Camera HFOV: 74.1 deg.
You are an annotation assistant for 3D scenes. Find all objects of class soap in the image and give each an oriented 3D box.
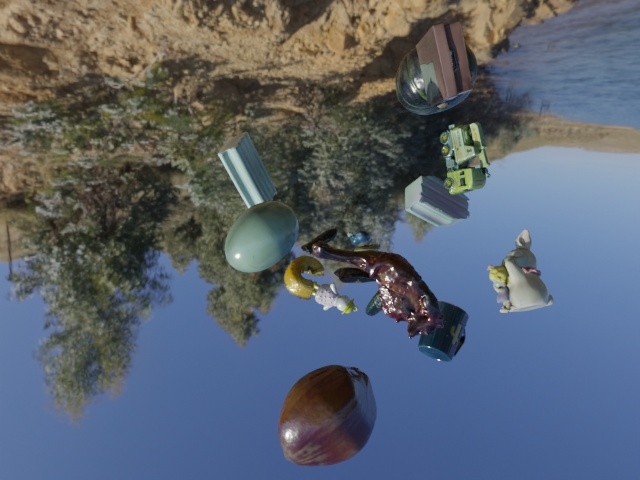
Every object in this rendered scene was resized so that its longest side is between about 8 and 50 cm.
[{"bbox_3d":[-0.271,-0.254,1.604,0.087,0.266,0.160,-15,-147,18],"label":"soap"},{"bbox_3d":[0.412,-0.129,1.487,0.230,0.145,0.091,25,145,-23],"label":"soap"}]

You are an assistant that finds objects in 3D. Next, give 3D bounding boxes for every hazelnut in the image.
[{"bbox_3d":[0.011,0.346,0.846,0.180,0.212,0.181,-18,-137,18],"label":"hazelnut"}]

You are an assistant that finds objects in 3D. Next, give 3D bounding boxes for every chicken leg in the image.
[{"bbox_3d":[0.165,0.100,1.122,0.407,0.158,0.096,35,-161,-1],"label":"chicken leg"}]

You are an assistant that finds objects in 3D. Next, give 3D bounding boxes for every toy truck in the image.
[{"bbox_3d":[0.354,-0.201,1.025,0.077,0.169,0.100,-7,-178,-32],"label":"toy truck"}]

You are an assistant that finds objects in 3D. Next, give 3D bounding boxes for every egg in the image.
[{"bbox_3d":[-0.164,-0.009,1.180,0.231,0.168,0.168,-41,-156,-1],"label":"egg"}]

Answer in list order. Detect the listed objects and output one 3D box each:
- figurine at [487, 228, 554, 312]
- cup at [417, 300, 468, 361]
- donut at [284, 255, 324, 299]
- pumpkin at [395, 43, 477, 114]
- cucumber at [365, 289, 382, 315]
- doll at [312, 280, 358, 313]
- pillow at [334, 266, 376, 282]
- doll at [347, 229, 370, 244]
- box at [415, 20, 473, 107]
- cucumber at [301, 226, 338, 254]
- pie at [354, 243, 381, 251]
[{"bbox_3d":[0.597,0.093,1.296,0.155,0.236,0.127,-16,157,22],"label":"figurine"},{"bbox_3d":[0.397,0.302,1.352,0.176,0.155,0.131,41,153,-26],"label":"cup"},{"bbox_3d":[-0.066,0.130,1.642,0.146,0.078,0.181,30,-128,3],"label":"donut"},{"bbox_3d":[0.443,-0.629,1.640,0.323,0.242,0.323,-21,177,-1],"label":"pumpkin"},{"bbox_3d":[0.243,0.239,1.702,0.067,0.294,0.068,11,-129,-15],"label":"cucumber"},{"bbox_3d":[0.052,0.227,1.663,0.207,0.129,0.081,24,-156,15],"label":"doll"},{"bbox_3d":[0.129,0.125,1.546,0.150,0.048,0.090,1,-149,-10],"label":"pillow"},{"bbox_3d":[0.156,-0.012,1.631,0.076,0.051,0.083,12,156,-39],"label":"doll"},{"bbox_3d":[0.383,-0.544,1.321,0.086,0.215,0.215,-15,-170,1],"label":"box"},{"bbox_3d":[0.000,0.000,1.779,0.181,0.053,0.053,-34,-151,-13],"label":"cucumber"},{"bbox_3d":[0.142,0.023,1.280,0.084,0.021,0.084,-13,-173,1],"label":"pie"}]
